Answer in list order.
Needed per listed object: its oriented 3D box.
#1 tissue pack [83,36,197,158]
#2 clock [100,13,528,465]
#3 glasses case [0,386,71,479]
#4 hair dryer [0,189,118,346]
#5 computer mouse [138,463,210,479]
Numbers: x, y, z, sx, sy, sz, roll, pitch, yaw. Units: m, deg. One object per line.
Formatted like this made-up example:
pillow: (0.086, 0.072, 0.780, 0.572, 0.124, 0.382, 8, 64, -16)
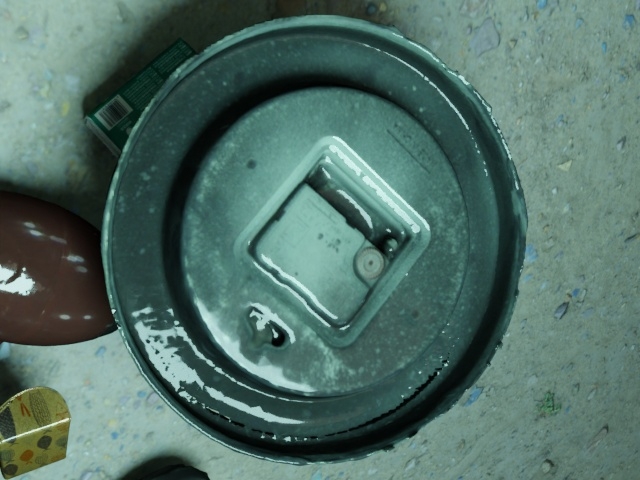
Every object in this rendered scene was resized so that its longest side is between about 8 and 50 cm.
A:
tissue pack: (-0.144, -0.112, 0.767, 0.111, 0.079, 0.085, -45, 101, -13)
clock: (0.000, 0.000, 0.740, 0.386, 0.076, 0.386, -1, 92, -20)
glasses case: (-0.274, 0.182, 0.793, 0.064, 0.041, 0.170, -17, 162, -25)
hair dryer: (-0.351, 0.098, 0.708, 0.312, 0.123, 0.340, 18, 113, -42)
computer mouse: (-0.234, 0.367, 0.977, 0.270, 0.086, 0.137, -51, 147, -16)
